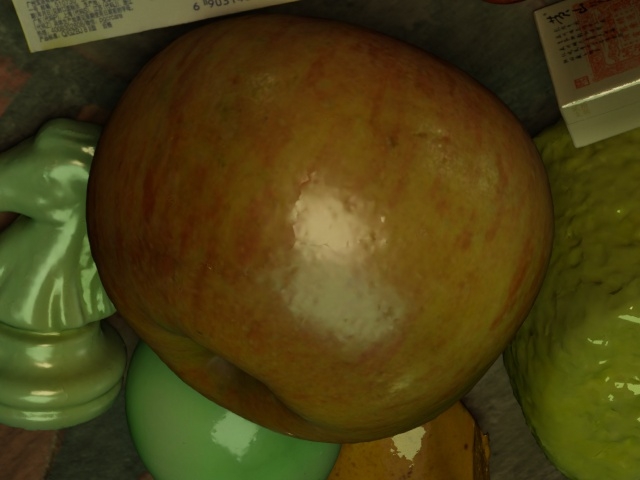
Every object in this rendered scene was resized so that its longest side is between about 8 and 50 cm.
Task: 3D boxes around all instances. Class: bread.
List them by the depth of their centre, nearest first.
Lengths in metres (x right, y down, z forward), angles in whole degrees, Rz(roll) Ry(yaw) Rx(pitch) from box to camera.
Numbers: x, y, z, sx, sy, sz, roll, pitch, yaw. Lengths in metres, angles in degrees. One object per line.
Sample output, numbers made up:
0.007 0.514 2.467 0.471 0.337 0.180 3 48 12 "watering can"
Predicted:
0.325 0.066 1.645 0.348 0.308 0.348 -2 135 -2 "bread"

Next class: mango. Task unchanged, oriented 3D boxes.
0.087 0.252 1.891 0.191 0.160 0.290 -1 128 8 "mango"

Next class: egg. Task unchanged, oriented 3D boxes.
-0.083 0.169 1.757 0.220 0.220 0.269 -10 130 4 "egg"

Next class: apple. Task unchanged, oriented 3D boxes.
0.000 0.000 1.498 0.400 0.333 0.400 15 171 2 "apple"

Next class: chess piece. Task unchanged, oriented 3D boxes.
-0.266 0.020 1.679 0.176 0.176 0.298 4 117 -8 "chess piece"

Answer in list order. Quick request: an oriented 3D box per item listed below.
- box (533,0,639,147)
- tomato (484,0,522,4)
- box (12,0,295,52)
0.300 -0.175 1.543 0.201 0.141 0.058 -18 135 13 "box"
0.162 -0.263 1.488 0.139 0.091 0.159 -24 126 14 "tomato"
-0.137 -0.270 1.452 0.265 0.097 0.168 -12 131 5 "box"
